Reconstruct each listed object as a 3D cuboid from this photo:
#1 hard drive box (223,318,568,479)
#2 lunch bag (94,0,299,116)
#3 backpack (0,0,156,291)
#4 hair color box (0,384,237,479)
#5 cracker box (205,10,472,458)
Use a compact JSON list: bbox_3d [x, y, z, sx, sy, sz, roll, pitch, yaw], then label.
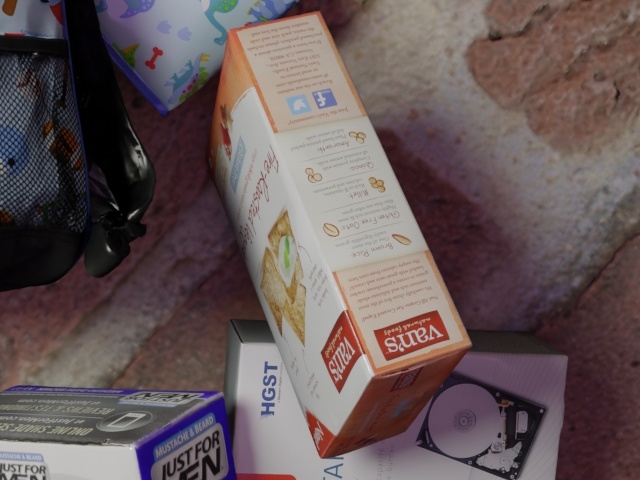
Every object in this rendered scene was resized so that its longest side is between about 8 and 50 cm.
[{"bbox_3d":[0.046,0.156,0.853,0.232,0.089,0.181,2,97,-10],"label":"hard drive box"},{"bbox_3d":[-0.108,-0.180,0.776,0.129,0.096,0.151,-42,112,-2],"label":"lunch bag"},{"bbox_3d":[-0.259,-0.098,0.684,0.213,0.276,0.264,10,75,-54],"label":"backpack"},{"bbox_3d":[-0.138,0.272,0.787,0.185,0.110,0.339,-2,102,30],"label":"hair color box"},{"bbox_3d":[0.000,0.000,0.735,0.067,0.156,0.232,-16,67,-18],"label":"cracker box"}]
